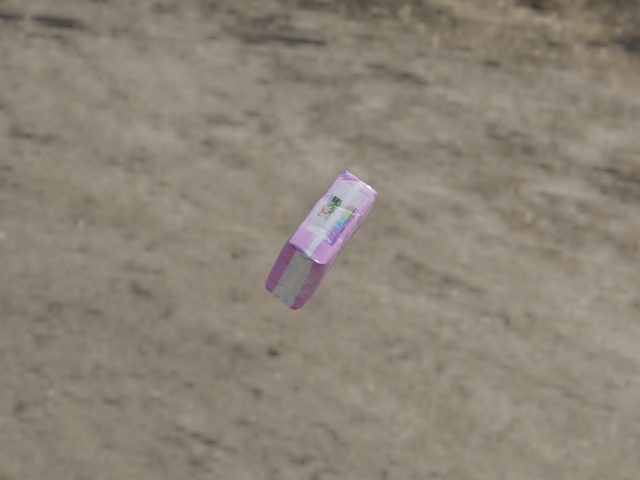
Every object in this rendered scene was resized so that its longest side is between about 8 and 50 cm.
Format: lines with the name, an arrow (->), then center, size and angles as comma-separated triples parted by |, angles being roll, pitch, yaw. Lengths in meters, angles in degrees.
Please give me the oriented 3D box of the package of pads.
package of pads -> 0.000, 0.000, 1.110 | 0.032, 0.050, 0.083 | 35, 46, 2
